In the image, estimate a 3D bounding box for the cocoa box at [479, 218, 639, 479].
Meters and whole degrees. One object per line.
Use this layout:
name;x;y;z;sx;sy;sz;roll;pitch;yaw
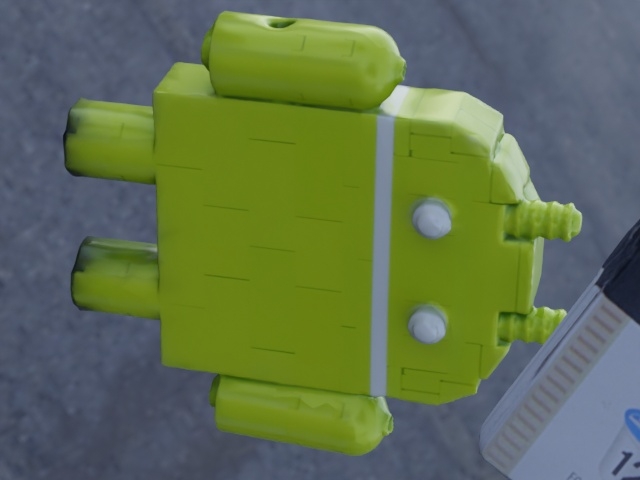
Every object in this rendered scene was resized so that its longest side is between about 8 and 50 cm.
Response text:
cocoa box;0.267;0.054;0.538;0.347;0.228;0.231;40;24;11

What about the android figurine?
android figurine;0.000;0.000;1.025;0.056;0.273;0.248;-60;156;-58
